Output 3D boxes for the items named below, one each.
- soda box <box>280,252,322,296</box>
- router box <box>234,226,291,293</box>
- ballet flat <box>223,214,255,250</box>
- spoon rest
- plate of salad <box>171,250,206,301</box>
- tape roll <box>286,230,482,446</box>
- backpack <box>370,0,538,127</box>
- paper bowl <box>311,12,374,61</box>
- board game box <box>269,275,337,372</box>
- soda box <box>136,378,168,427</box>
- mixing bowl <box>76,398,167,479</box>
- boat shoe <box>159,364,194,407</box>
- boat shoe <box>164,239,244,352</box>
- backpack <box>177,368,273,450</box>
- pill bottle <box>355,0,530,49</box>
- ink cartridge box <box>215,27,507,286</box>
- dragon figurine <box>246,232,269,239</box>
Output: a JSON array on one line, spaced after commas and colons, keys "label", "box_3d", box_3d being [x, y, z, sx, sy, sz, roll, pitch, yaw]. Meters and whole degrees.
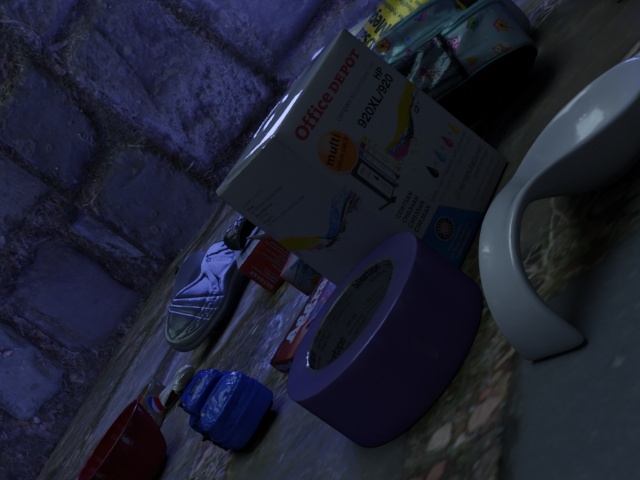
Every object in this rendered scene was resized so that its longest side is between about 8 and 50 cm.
[{"label": "soda box", "box_3d": [0.000, 0.000, 1.274, 0.063, 0.058, 0.183, -43, 16, 41]}, {"label": "router box", "box_3d": [-0.051, -0.067, 1.607, 0.301, 0.082, 0.335, -53, 12, 1]}, {"label": "ballet flat", "box_3d": [-0.124, -0.050, 1.554, 0.049, 0.057, 0.173, 22, 72, 36]}, {"label": "spoon rest", "box_3d": [0.187, -0.045, 0.615, 0.137, 0.084, 0.276, -37, 21, 54]}, {"label": "plate of salad", "box_3d": [-0.292, 0.120, 1.825, 0.200, 0.048, 0.199, 8, -90, -68]}, {"label": "tape roll", "box_3d": [0.056, 0.089, 0.742, 0.189, 0.080, 0.189, -50, 13, 16]}, {"label": "backpack", "box_3d": [0.161, -0.211, 0.976, 0.188, 0.144, 0.166, -28, -14, 9]}, {"label": "paper bowl", "box_3d": [0.100, -0.308, 1.386, 0.284, 0.148, 0.284, -32, 11, 7]}, {"label": "board game box", "box_3d": [0.034, 0.048, 1.078, 0.281, 0.027, 0.145, -59, 11, -24]}, {"label": "soda box", "box_3d": [-0.352, 0.360, 1.594, 0.061, 0.058, 0.181, -48, 13, 25]}, {"label": "mixing bowl", "box_3d": [-0.325, 0.371, 1.355, 0.181, 0.098, 0.181, -49, 13, 15]}, {"label": "boat shoe", "box_3d": [-0.283, 0.293, 1.600, 0.100, 0.035, 0.035, -48, 39, 6]}, {"label": "boat shoe", "box_3d": [-0.239, 0.130, 1.748, 0.320, 0.118, 0.103, -71, -23, -48]}, {"label": "backpack", "box_3d": [-0.122, 0.215, 1.027, 0.098, 0.101, 0.120, -64, 18, -16]}, {"label": "pill bottle", "box_3d": [0.123, -0.236, 1.157, 0.334, 0.188, 0.188, -50, 12, 15]}, {"label": "ink cartridge box", "box_3d": [0.042, -0.069, 0.874, 0.168, 0.233, 0.171, -35, 22, 58]}, {"label": "dragon figurine", "box_3d": [-0.045, -0.087, 1.334, 0.144, 0.085, 0.289, -33, 29, 60]}]
